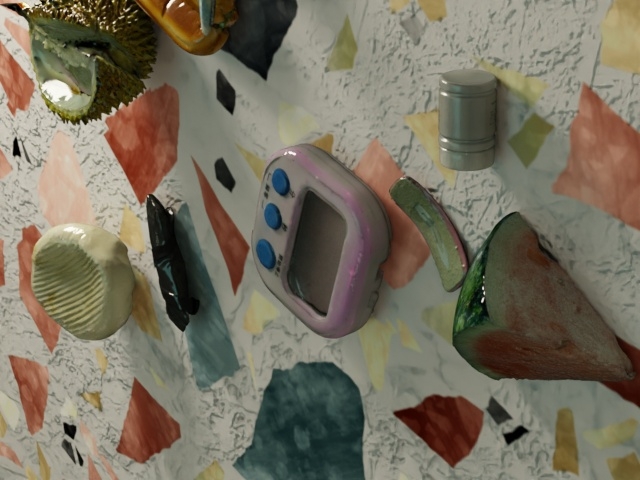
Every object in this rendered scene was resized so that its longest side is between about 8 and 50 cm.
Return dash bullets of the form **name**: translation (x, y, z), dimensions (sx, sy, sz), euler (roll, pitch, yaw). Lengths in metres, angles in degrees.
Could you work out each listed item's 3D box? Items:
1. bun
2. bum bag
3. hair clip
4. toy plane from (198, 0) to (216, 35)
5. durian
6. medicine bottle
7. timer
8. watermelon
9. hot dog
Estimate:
- **bun**: translation (-0.336, 0.051, 2.110), dimensions (0.183, 0.102, 0.183), euler (14, 117, 28)
- **bum bag**: translation (-0.204, 0.030, 1.980), dimensions (0.087, 0.049, 0.197), euler (-152, 49, -73)
- **hair clip**: translation (0.120, -0.009, 1.564), dimensions (0.137, 0.022, 0.054), euler (59, 143, 14)
- **toy plane**: translation (-0.112, -0.358, 1.635), dimensions (0.192, 0.088, 0.262), euler (-10, 84, 55)
- **durian**: translation (-0.302, -0.263, 1.892), dimensions (0.237, 0.138, 0.193), euler (42, 138, 29)
- **medicine bottle**: translation (0.147, -0.121, 1.448), dimensions (0.058, 0.058, 0.091), euler (23, 123, 45)
- **timer**: translation (0.000, 0.000, 1.684), dimensions (0.191, 0.069, 0.208), euler (42, 134, 33)
- **watermelon**: translation (0.197, 0.102, 1.444), dimensions (0.202, 0.136, 0.207), euler (47, 153, 37)
- **hot dog**: translation (-0.191, -0.333, 1.772), dimensions (0.269, 0.072, 0.115), euler (50, 140, 28)
